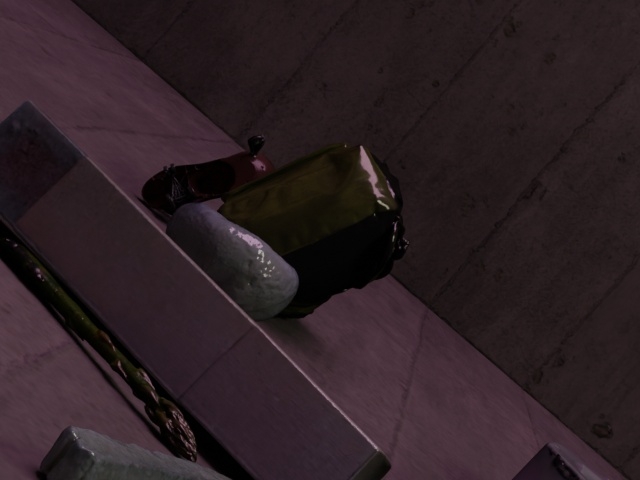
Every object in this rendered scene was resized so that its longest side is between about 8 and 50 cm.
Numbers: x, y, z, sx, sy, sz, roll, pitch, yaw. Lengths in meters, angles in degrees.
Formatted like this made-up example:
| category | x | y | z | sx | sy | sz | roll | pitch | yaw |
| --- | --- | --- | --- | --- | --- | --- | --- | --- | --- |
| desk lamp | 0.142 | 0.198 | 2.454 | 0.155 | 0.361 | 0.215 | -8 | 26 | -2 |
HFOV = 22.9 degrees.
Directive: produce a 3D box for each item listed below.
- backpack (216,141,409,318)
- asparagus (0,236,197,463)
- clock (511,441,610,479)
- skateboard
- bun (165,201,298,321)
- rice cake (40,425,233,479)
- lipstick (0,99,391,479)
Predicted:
| category | x | y | z | sx | sy | sz | roll | pitch | yaw |
| --- | --- | --- | --- | --- | --- | --- | --- | --- | --- |
| backpack | 0.000 | 0.000 | 1.717 | 0.253 | 0.207 | 0.140 | 57 | 10 | -73 |
| asparagus | -0.151 | 0.068 | 1.063 | 0.022 | 0.023 | 0.233 | -24 | 52 | -33 |
| clock | 0.330 | 0.353 | 1.643 | 0.338 | 0.102 | 0.338 | 41 | 5 | -5 |
| skateboard | -0.124 | -0.063 | 1.758 | 0.080 | 0.151 | 0.067 | 96 | -20 | -76 |
| bun | -0.091 | 0.026 | 1.494 | 0.141 | 0.083 | 0.141 | 37 | -4 | 3 |
| rice cake | -0.092 | 0.133 | 0.866 | 0.029 | 0.033 | 0.171 | 40 | 5 | 32 |
| lipstick | -0.106 | 0.052 | 1.118 | 0.371 | 0.080 | 0.076 | 43 | -6 | 19 |
